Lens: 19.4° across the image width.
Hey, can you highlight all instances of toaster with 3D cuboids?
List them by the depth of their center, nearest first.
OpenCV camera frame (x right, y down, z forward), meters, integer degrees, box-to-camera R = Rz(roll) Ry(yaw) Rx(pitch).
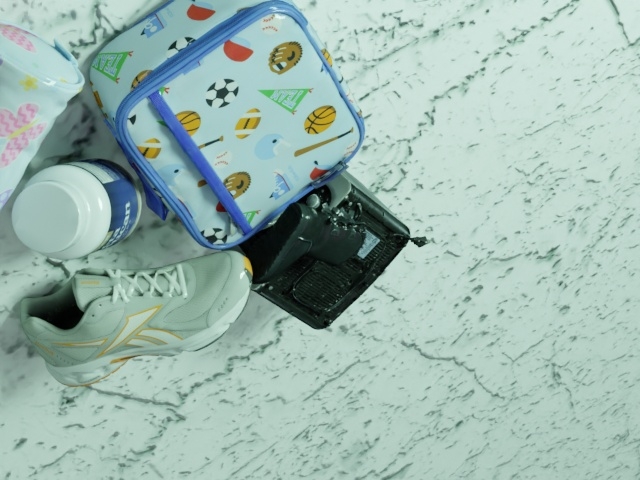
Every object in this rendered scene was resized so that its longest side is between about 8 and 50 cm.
[{"bbox_3d":[0.000,0.000,2.153,0.168,0.110,0.186,-46,143,7],"label":"toaster"}]

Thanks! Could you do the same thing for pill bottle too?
[{"bbox_3d":[-0.244,-0.030,1.859,0.094,0.094,0.169,-51,175,12],"label":"pill bottle"}]

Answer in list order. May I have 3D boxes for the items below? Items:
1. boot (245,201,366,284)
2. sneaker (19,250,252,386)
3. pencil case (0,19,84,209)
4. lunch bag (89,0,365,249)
[{"bbox_3d":[-0.015,0.009,2.032,0.099,0.045,0.121,15,125,-41],"label":"boot"},{"bbox_3d":[-0.201,0.068,2.008,0.262,0.099,0.121,-24,136,12],"label":"sneaker"},{"bbox_3d":[-0.333,-0.075,1.778,0.124,0.113,0.273,13,117,-47],"label":"pencil case"},{"bbox_3d":[-0.095,-0.126,1.944,0.243,0.115,0.303,-36,142,-4],"label":"lunch bag"}]
